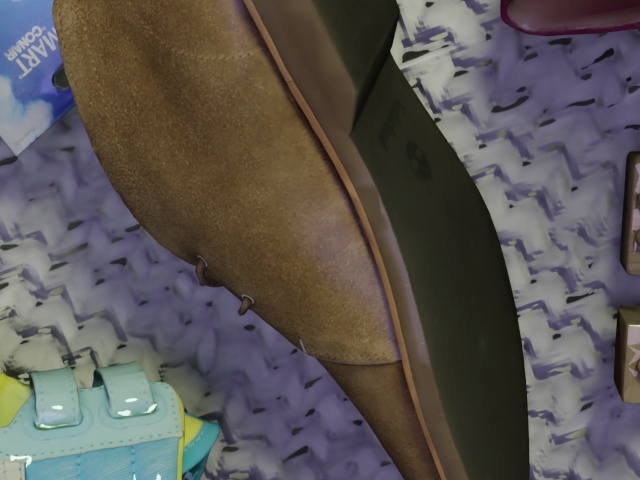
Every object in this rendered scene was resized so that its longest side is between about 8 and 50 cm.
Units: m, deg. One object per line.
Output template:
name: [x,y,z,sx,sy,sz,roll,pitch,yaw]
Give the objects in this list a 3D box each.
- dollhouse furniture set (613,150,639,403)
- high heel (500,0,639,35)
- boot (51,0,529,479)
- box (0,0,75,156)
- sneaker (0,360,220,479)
dollhouse furniture set: [0.193,0.050,0.482,0.144,0.123,0.151,3,101,5]
high heel: [0.178,-0.098,0.341,0.127,0.377,0.181,35,98,-18]
boot: [0.000,0.000,0.504,0.115,0.112,0.305,-17,109,24]
box: [-0.144,-0.138,0.524,0.109,0.042,0.178,-39,95,12]
sneaker: [-0.166,0.070,0.539,0.208,0.127,0.319,-23,71,-21]
